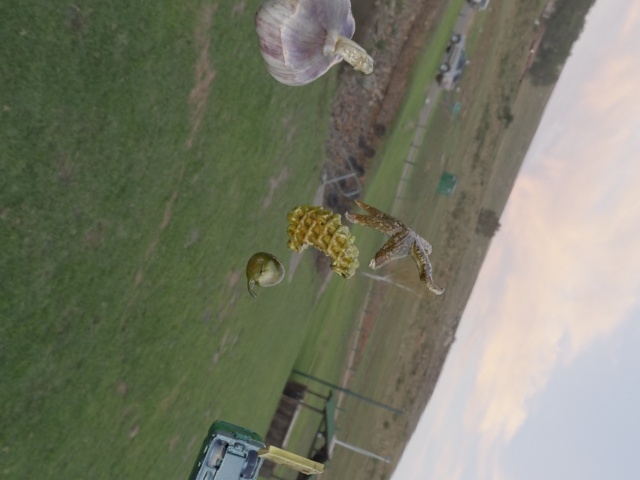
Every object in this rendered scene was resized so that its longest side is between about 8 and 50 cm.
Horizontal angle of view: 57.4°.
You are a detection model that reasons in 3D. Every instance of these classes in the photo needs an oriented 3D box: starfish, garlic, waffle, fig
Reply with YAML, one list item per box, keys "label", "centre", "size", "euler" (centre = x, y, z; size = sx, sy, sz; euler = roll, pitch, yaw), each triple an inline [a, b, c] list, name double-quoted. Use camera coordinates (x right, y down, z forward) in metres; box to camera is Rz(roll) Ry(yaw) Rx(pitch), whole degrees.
- label: "starfish"
  centre: [0.226, 0.009, 1.642]
  size: [0.327, 0.375, 0.094]
  euler: [12, 125, -43]
- label: "garlic"
  centre: [0.006, -0.429, 1.263]
  size: [0.245, 0.253, 0.245]
  euler: [-45, 160, -22]
- label: "waffle"
  centre: [-0.002, 0.001, 1.257]
  size: [0.051, 0.194, 0.149]
  euler: [-29, 124, -43]
- label: "fig"
  centre: [-0.134, 0.072, 1.309]
  size: [0.098, 0.084, 0.082]
  euler: [-37, -177, -25]

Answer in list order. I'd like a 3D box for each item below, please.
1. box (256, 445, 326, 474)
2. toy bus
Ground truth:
- label: "box"
  centre: [-0.067, 0.509, 1.348]
  size: [0.073, 0.149, 0.020]
  euler: [-42, -152, 53]
- label: "toy bus"
  centre: [-0.308, 0.725, 1.770]
  size: [0.343, 0.184, 0.199]
  euler: [-67, -167, -3]
